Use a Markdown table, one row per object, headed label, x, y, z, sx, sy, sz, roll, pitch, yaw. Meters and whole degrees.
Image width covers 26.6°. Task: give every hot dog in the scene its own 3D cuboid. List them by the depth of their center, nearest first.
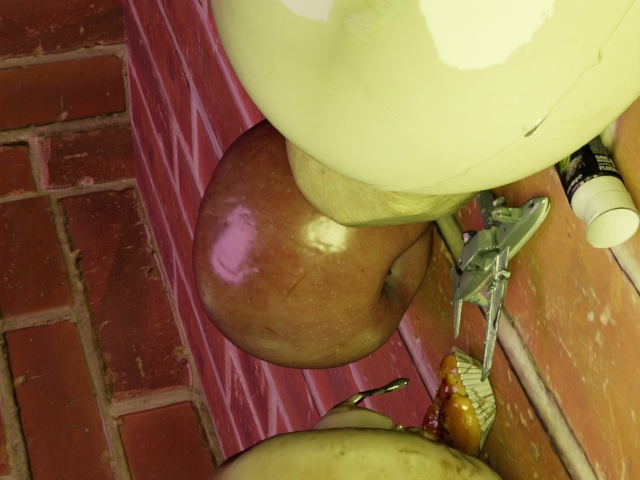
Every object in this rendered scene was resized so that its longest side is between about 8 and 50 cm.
| label | x | y | z | sx | sy | sz | roll | pitch | yaw |
| --- | --- | --- | --- | --- | --- | --- | --- | --- | --- |
| hot dog | 0.149 | 0.198 | 1.492 | 0.191 | 0.059 | 0.108 | 95 | 164 | -53 |

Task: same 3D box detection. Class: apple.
| label | x | y | z | sx | sy | sz | roll | pitch | yaw |
| --- | --- | --- | --- | --- | --- | --- | --- | --- | --- |
| apple | 0.000 | 0.000 | 1.505 | 0.235 | 0.306 | 0.306 | 23 | 136 | 21 |

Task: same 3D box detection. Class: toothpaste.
| label | x | y | z | sx | sy | sz | roll | pitch | yaw |
| --- | --- | --- | --- | --- | --- | --- | --- | --- | --- |
| toothpaste | 0.205 | -0.075 | 1.101 | 0.071 | 0.045 | 0.193 | 95 | 165 | -46 |

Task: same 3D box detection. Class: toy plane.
| label | x | y | z | sx | sy | sz | roll | pitch | yaw |
| --- | --- | --- | --- | --- | --- | --- | --- | --- | --- |
| toy plane | 0.164 | 0.016 | 1.290 | 0.226 | 0.058 | 0.226 | 105 | 167 | -61 |

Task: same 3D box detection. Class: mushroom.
| label | x | y | z | sx | sy | sz | roll | pitch | yaw |
| --- | --- | --- | --- | --- | --- | --- | --- | --- | --- |
| mushroom | 0.050 | 0.294 | 1.405 | 0.362 | 0.362 | 0.295 | 103 | 176 | -58 |

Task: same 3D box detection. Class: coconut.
| label | x | y | z | sx | sy | sz | roll | pitch | yaw |
| --- | --- | --- | --- | --- | --- | --- | --- | --- | --- |
| coconut | 0.079 | -0.111 | 1.283 | 0.224 | 0.224 | 0.224 | 169 | 90 | -76 |

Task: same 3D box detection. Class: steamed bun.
| label | x | y | z | sx | sy | sz | roll | pitch | yaw |
| --- | --- | --- | --- | --- | --- | --- | --- | --- | --- |
| steamed bun | 0.090 | -0.209 | 0.861 | 0.374 | 0.334 | 0.334 | -52 | 42 | 31 |
